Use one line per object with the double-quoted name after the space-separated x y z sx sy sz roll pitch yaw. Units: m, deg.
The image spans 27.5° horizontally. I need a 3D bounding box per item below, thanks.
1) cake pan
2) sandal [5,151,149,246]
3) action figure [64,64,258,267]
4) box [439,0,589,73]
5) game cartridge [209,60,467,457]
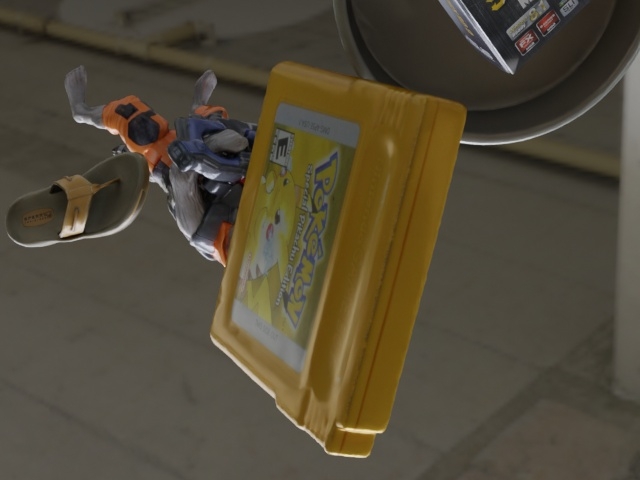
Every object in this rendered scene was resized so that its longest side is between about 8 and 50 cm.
0.152 -0.231 1.152 0.293 0.293 0.054 -7 -158 -6 "cake pan"
-0.238 -0.035 1.249 0.180 0.072 0.049 -15 167 27 "sandal"
-0.104 -0.070 1.509 0.341 0.178 0.330 11 -149 -46 "action figure"
0.149 -0.245 0.814 0.231 0.183 0.056 -44 -137 1 "box"
0.000 0.000 1.109 0.053 0.285 0.324 11 -173 -22 "game cartridge"
